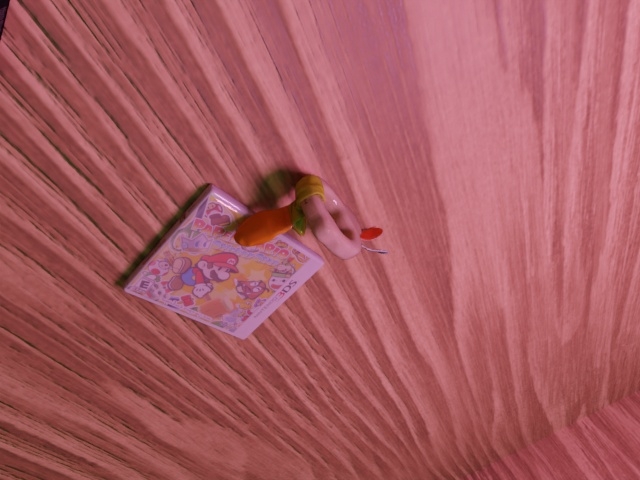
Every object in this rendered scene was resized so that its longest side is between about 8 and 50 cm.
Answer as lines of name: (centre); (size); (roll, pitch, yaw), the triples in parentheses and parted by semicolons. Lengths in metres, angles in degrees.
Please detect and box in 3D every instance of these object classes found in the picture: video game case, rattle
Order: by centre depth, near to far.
rattle: (0.000, 0.000, 0.597); (0.143, 0.130, 0.199); (-46, 155, 10)
video game case: (-0.140, 0.049, 0.627); (0.206, 0.026, 0.227); (-44, 127, 15)

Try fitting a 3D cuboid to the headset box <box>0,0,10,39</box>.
headset box: (-0.376, -0.254, 0.255); (0.293, 0.110, 0.218); (21, 117, -32)
